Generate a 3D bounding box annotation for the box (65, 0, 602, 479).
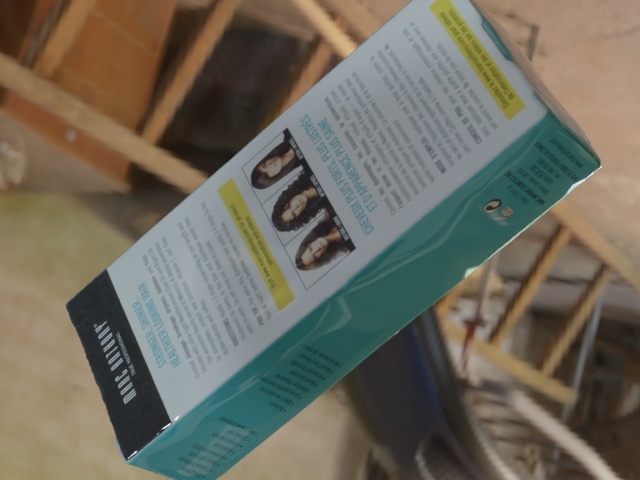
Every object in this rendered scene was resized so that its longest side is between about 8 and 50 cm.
[{"bbox_3d":[0.000,0.000,0.703,0.244,0.100,0.060,-40,141,15],"label":"box"}]
